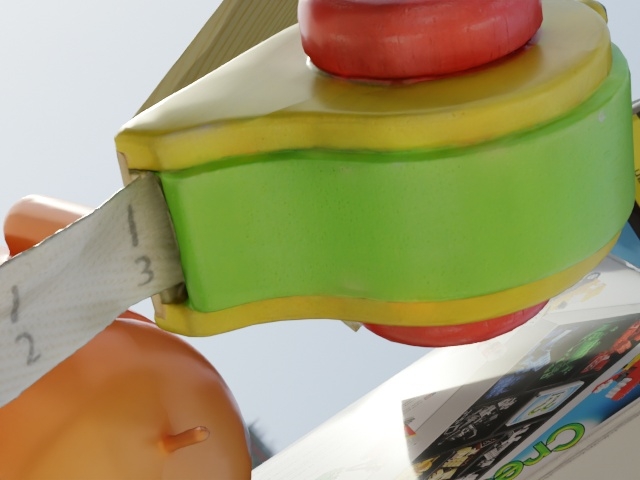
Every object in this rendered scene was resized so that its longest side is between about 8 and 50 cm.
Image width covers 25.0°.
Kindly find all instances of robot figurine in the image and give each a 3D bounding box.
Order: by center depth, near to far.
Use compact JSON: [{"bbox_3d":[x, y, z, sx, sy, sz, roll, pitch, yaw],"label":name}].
[{"bbox_3d":[-0.112,0.076,0.539,0.219,0.158,0.128,21,-31,48],"label":"robot figurine"}]

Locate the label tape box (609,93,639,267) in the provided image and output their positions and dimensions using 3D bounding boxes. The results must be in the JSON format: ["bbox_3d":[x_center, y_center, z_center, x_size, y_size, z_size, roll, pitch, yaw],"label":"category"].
[{"bbox_3d":[0.304,-0.013,0.777,0.348,0.115,0.249,-29,-84,38],"label":"label tape box"}]

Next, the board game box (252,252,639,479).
[{"bbox_3d":[0.047,0.120,0.670,0.053,0.305,0.193,57,-2,-14],"label":"board game box"}]

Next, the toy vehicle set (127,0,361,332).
[{"bbox_3d":[0.021,-0.061,0.673,0.035,0.166,0.267,35,-4,22],"label":"toy vehicle set"}]

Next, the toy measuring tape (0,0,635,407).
[{"bbox_3d":[0.000,0.000,0.381,0.121,0.330,0.121,21,-52,28],"label":"toy measuring tape"}]
